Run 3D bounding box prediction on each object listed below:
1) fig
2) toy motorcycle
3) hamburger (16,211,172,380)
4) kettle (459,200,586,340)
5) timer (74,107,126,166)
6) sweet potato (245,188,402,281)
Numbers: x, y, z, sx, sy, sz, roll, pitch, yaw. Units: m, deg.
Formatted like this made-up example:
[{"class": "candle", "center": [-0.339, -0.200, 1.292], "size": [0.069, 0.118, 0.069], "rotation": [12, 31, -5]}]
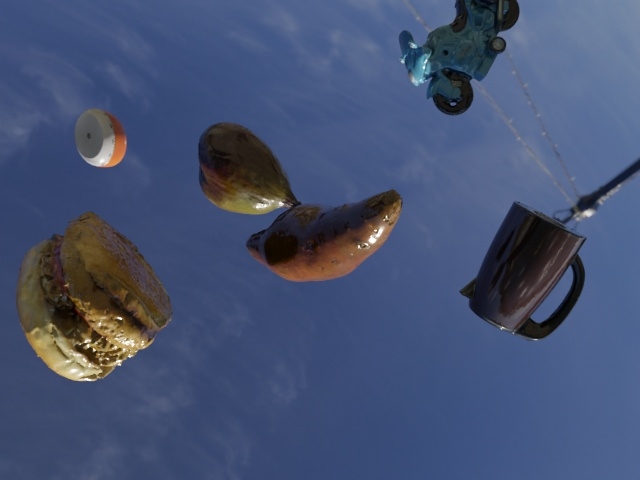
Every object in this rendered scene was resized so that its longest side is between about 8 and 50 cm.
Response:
[{"class": "fig", "center": [-0.119, -0.105, 1.169], "size": [0.274, 0.170, 0.146], "rotation": [34, -126, 5]}, {"class": "toy motorcycle", "center": [0.251, -0.382, 1.142], "size": [0.182, 0.272, 0.123], "rotation": [30, 178, -2]}, {"class": "hamburger", "center": [-0.360, 0.086, 0.963], "size": [0.244, 0.163, 0.244], "rotation": [54, -175, -7]}, {"class": "kettle", "center": [0.399, 0.068, 1.171], "size": [0.201, 0.232, 0.144], "rotation": [25, -164, -4]}, {"class": "timer", "center": [-0.488, -0.231, 1.389], "size": [0.136, 0.099, 0.136], "rotation": [1, -90, -68]}, {"class": "sweet potato", "center": [-0.003, 0.002, 0.829], "size": [0.112, 0.359, 0.112], "rotation": [3, -96, -37]}]
